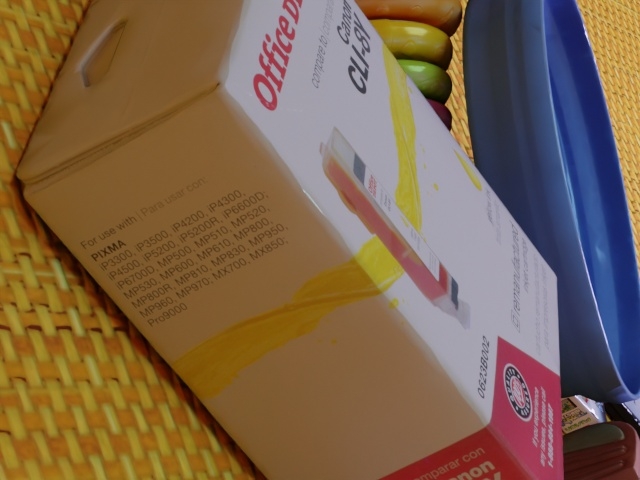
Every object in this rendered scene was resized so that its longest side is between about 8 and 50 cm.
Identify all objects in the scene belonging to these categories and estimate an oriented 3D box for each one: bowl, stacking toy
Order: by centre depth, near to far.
[{"bbox_3d":[0.050,-0.127,1.598,0.175,0.165,0.302,32,51,-66],"label":"stacking toy"},{"bbox_3d":[0.205,-0.047,1.672,0.391,0.077,0.391,-11,90,-74],"label":"bowl"}]

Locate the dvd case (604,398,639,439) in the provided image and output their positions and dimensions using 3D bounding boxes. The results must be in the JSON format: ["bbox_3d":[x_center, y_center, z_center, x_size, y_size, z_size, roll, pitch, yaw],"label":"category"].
[{"bbox_3d":[0.304,0.097,2.011,0.180,0.022,0.253,47,27,-32],"label":"dvd case"}]

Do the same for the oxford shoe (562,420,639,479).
[{"bbox_3d":[0.222,0.289,1.484,0.146,0.140,0.397,63,24,-16],"label":"oxford shoe"}]

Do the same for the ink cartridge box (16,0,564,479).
[{"bbox_3d":[0.000,0.000,1.294,0.385,0.160,0.279,51,25,-25],"label":"ink cartridge box"}]

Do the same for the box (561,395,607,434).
[{"bbox_3d":[0.217,0.080,1.826,0.114,0.036,0.207,44,29,-37],"label":"box"}]
